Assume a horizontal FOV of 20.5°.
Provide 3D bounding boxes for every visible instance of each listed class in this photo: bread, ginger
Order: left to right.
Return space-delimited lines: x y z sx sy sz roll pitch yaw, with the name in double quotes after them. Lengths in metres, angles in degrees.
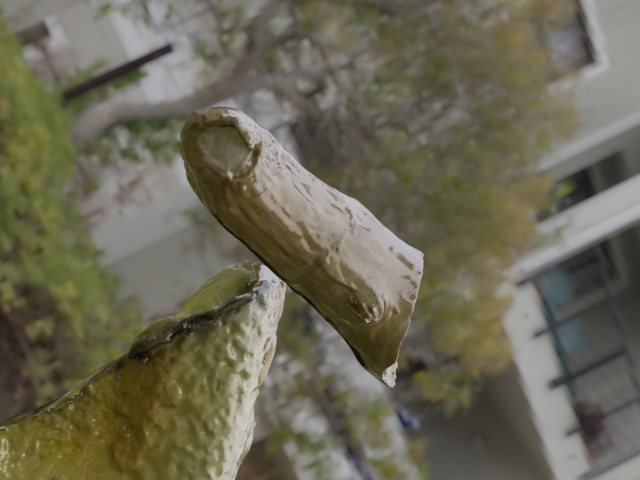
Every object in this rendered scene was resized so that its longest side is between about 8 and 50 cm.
-0.102 0.123 0.975 0.133 0.251 0.174 59 -5 4 "bread"
-0.002 -0.002 0.607 0.137 0.044 0.057 44 30 -31 "ginger"
